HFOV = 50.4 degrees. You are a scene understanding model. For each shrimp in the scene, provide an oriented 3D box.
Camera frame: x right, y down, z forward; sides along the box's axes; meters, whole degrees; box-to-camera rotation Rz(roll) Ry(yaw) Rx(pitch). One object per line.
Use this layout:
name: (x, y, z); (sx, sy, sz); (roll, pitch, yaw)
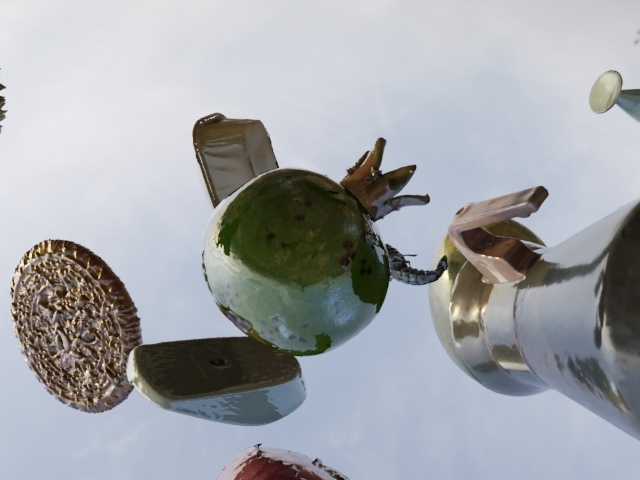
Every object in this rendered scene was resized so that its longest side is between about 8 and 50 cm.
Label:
shrimp: (0.124, 0.037, 1.144); (0.174, 0.082, 0.076); (14, -110, 15)

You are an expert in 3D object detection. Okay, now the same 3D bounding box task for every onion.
onion: (-0.043, 0.520, 1.144); (0.358, 0.358, 0.345); (20, -132, 25)

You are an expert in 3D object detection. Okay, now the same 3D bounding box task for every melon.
melon: (0.320, 0.111, 1.226); (0.248, 0.329, 0.248); (-18, -166, 5)

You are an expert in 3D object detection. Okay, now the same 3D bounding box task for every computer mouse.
computer mouse: (-0.120, 0.173, 0.816); (0.230, 0.079, 0.128); (5, -161, -34)

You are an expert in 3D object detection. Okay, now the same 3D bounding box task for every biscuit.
biscuit: (-0.411, 0.145, 1.121); (0.305, 0.305, 0.038); (19, -159, 24)

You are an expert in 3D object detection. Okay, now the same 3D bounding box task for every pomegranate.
pomegranate: (0.000, 0.000, 0.642); (0.224, 0.181, 0.181); (-40, -132, -21)

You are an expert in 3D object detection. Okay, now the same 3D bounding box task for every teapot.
teapot: (0.284, 0.065, 0.691); (0.253, 0.300, 0.344); (-48, -170, -19)

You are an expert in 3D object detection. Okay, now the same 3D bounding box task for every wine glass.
wine glass: (0.473, -0.198, 0.991); (0.155, 0.073, 0.073); (14, -152, -16)

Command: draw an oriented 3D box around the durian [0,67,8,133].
durian: (-0.378, -0.106, 0.605); (0.183, 0.250, 0.138); (26, -156, -3)

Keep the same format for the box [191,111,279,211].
box: (-0.116, -0.088, 0.931); (0.111, 0.177, 0.111); (-16, -165, 4)
